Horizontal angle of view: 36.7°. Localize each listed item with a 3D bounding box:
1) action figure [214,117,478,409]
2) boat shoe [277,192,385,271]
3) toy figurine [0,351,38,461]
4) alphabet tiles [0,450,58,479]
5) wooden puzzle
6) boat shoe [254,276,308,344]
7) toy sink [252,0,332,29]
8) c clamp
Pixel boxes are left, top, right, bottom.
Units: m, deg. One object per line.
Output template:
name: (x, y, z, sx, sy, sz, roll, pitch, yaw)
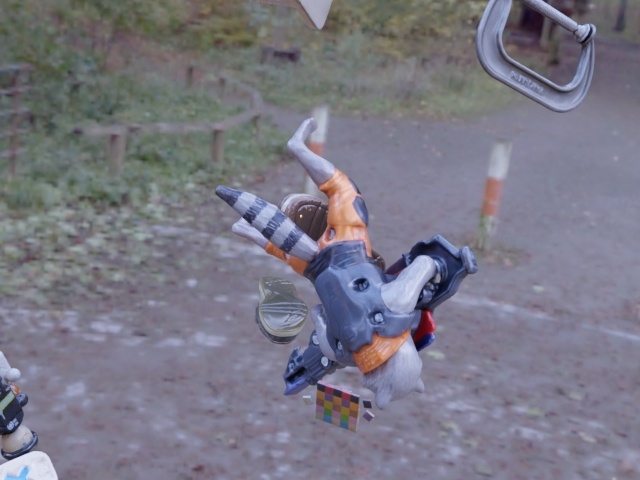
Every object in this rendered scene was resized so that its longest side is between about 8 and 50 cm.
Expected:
action figure: (0.000, 0.072, 1.188, 0.330, 0.341, 0.178, 53, 31, 18)
boat shoe: (-0.004, 0.007, 1.477, 0.095, 0.095, 0.257, 17, -19, 41)
toy figurine: (-0.562, 0.279, 1.516, 0.213, 0.148, 0.209, -26, 29, -13)
alphabet tiles: (-0.406, 0.360, 1.070, 0.278, 0.021, 0.284, -22, 65, -26)
wooden puzzle: (0.019, 0.176, 1.025, 0.083, 0.049, 0.006, 16, 33, 22)
boat shoe: (-0.068, 0.126, 1.584, 0.080, 0.073, 0.223, 4, 18, -10)
toy sink: (-0.071, -0.384, 1.186, 0.131, 0.153, 0.234, 13, -11, 23)
c clamp: (0.207, -0.202, 0.913, 0.160, 0.137, 0.022, 30, -13, -25)
